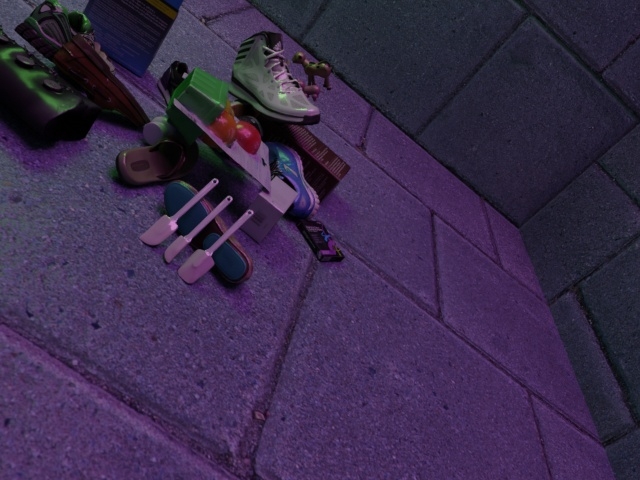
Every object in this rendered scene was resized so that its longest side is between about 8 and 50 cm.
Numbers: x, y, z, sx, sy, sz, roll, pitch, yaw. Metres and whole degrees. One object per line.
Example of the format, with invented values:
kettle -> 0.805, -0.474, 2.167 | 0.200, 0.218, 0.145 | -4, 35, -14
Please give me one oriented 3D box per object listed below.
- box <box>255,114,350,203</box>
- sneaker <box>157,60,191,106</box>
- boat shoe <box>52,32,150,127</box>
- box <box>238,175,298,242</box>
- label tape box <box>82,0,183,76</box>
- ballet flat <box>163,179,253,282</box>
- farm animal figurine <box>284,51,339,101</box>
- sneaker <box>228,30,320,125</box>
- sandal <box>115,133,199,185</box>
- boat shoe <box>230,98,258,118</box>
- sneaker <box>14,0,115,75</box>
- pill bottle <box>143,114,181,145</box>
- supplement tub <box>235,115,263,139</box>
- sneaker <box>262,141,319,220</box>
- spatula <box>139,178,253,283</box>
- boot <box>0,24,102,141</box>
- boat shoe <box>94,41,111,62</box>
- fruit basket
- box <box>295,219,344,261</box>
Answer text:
box -> -0.085, -0.330, 2.023 | 0.381, 0.143, 0.191 | 42, 27, -4
sneaker -> -0.443, -0.483, 1.774 | 0.107, 0.124, 0.283 | -2, 50, -54
boat shoe -> -0.590, -0.408, 1.455 | 0.110, 0.104, 0.307 | 41, -9, 40
box -> -0.154, -0.094, 1.585 | 0.091, 0.130, 0.170 | 39, 27, -5
label tape box -> -0.592, -0.734, 1.707 | 0.240, 0.334, 0.106 | 32, 29, -21
ballet flat -> -0.281, -0.017, 1.362 | 0.316, 0.107, 0.106 | 53, 8, 9
farm animal figurine -> -0.145, -0.676, 2.167 | 0.330, 0.172, 0.326 | -32, 46, -28
sneaker -> -0.158, -0.578, 1.867 | 0.447, 0.258, 0.169 | 35, 34, 32
sandal -> -0.411, -0.217, 1.430 | 0.120, 0.086, 0.303 | 65, 29, -12
boat shoe -> -0.309, -0.474, 1.994 | 0.096, 0.098, 0.277 | 19, 28, 24
sneaker -> -0.653, -0.526, 1.465 | 0.134, 0.146, 0.343 | 43, 2, 7
pill bottle -> -0.447, -0.325, 1.577 | 0.087, 0.087, 0.160 | 42, 26, -1
supplement tub -> -0.286, -0.360, 1.814 | 0.117, 0.117, 0.190 | 46, 26, 7
sneaker -> -0.129, -0.217, 1.804 | 0.147, 0.130, 0.330 | 9, 42, -51
spatula -> -0.285, -0.030, 1.289 | 0.168, 0.019, 0.242 | 40, 64, 6
boot -> -0.768, -0.386, 1.195 | 0.445, 0.146, 0.367 | 45, 28, -5
boat shoe -> -0.692, -0.576, 1.671 | 0.133, 0.049, 0.042 | 48, -11, 33
fruit basket -> -0.281, -0.315, 1.560 | 0.353, 0.165, 0.327 | 47, 17, -30
box -> 0.000, 0.000, 1.769 | 0.116, 0.029, 0.162 | 2, 46, -52
